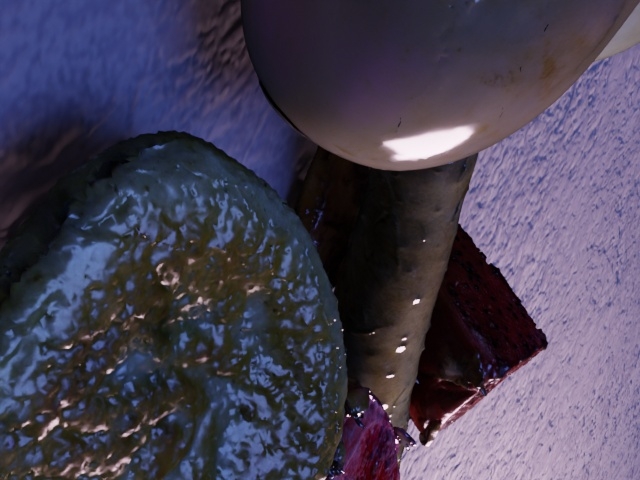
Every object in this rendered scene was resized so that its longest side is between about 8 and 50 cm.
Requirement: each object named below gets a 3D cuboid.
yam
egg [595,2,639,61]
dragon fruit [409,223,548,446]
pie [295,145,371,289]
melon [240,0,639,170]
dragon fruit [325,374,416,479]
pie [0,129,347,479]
[{"bbox_3d":[0.044,0.055,1.192,0.083,0.083,0.371,-43,153,-41],"label":"yam"},{"bbox_3d":[0.176,-0.219,1.170,0.253,0.186,0.186,-39,141,-41],"label":"egg"},{"bbox_3d":[0.082,0.067,1.305,0.120,0.161,0.127,-41,163,28],"label":"dragon fruit"},{"bbox_3d":[0.000,0.000,1.169,0.092,0.034,0.170,-3,116,-59],"label":"pie"},{"bbox_3d":[0.083,-0.188,0.959,0.317,0.223,0.223,-55,160,24],"label":"melon"},{"bbox_3d":[-0.026,0.179,1.122,0.211,0.147,0.282,-48,151,-28],"label":"dragon fruit"},{"bbox_3d":[-0.104,0.102,0.926,0.323,0.070,0.323,-21,123,-36],"label":"pie"}]
